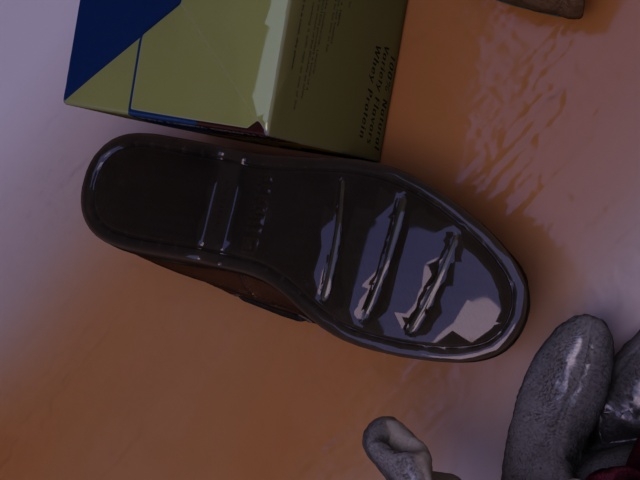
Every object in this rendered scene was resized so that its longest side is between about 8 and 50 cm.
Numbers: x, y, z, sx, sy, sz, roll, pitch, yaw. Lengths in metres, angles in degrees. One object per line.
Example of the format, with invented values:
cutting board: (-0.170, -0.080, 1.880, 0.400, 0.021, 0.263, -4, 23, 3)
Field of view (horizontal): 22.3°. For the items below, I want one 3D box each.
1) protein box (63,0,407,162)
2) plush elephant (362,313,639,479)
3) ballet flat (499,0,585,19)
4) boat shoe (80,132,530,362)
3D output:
protein box: (-0.039, -0.162, 1.012, 0.136, 0.201, 0.199, 11, 92, 21)
plush elephant: (0.164, 0.178, 0.898, 0.330, 0.255, 0.272, -37, 77, 16)
ballet flat: (0.215, -0.277, 0.980, 0.124, 0.116, 0.342, 35, 101, -3)
boat shoe: (0.000, 0.000, 1.050, 0.307, 0.104, 0.110, 21, 87, 21)
